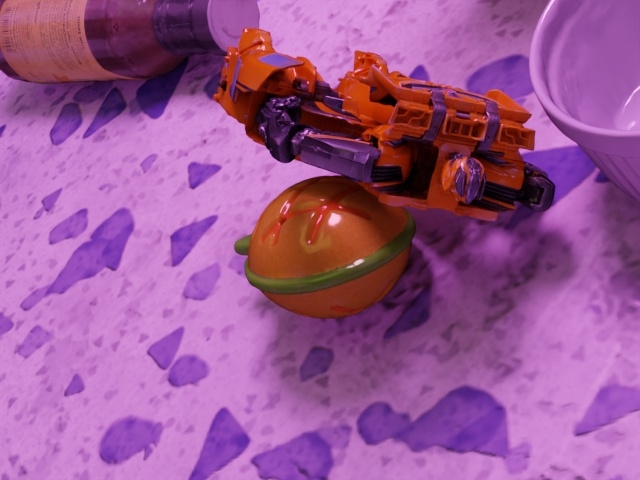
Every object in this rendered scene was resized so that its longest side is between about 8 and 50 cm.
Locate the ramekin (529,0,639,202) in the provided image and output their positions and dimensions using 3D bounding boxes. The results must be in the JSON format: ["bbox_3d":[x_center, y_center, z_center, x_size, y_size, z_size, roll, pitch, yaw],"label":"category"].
[{"bbox_3d":[0.251,-0.113,0.838,0.207,0.109,0.207,-23,42,23],"label":"ramekin"}]

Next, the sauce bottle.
[{"bbox_3d":[-0.206,-0.215,1.319,0.344,0.111,0.111,6,59,43],"label":"sauce bottle"}]

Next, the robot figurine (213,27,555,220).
[{"bbox_3d":[0.039,-0.086,0.924,0.291,0.211,0.085,33,113,61],"label":"robot figurine"}]

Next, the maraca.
[{"bbox_3d":[0.000,0.000,0.956,0.127,0.099,0.185,-20,18,-12],"label":"maraca"}]
